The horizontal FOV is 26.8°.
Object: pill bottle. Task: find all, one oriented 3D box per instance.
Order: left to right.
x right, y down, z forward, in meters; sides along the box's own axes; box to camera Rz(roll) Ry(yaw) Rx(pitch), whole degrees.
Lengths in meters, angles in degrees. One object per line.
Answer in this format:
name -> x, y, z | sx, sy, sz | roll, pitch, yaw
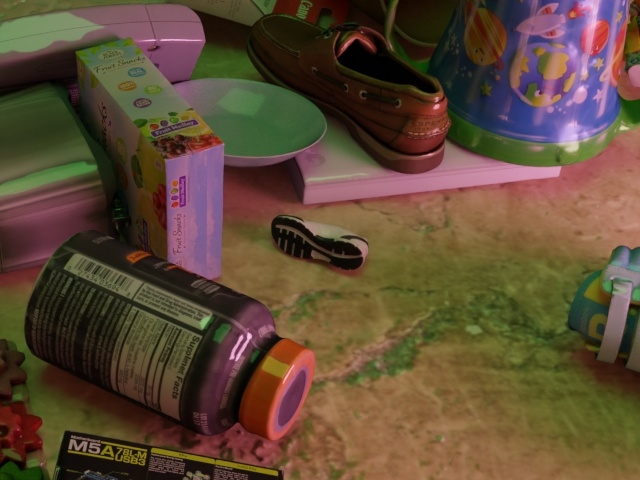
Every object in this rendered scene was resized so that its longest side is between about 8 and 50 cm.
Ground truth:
pill bottle -> -0.130, 0.092, 1.197 | 0.246, 0.130, 0.130 | 23, 42, 17

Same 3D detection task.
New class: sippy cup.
sippy cup -> 0.244, -0.238, 1.508 | 0.306, 0.224, 0.240 | -13, 43, -23

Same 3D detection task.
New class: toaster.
toaster -> -0.297, -0.056, 1.356 | 0.146, 0.129, 0.227 | -17, 48, -21

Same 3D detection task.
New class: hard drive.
hard drive -> 0.101, -0.130, 1.564 | 0.308, 0.040, 0.203 | -6, 41, -16

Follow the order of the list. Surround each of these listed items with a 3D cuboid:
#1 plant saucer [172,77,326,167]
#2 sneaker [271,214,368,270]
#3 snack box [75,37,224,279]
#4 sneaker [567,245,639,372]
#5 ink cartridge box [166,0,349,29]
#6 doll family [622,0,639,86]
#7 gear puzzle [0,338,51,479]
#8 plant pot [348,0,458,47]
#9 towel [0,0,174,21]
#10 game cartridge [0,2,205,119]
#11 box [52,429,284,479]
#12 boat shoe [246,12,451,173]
plant saucer -> -0.092, -0.121, 1.462 | 0.195, 0.037, 0.195 | 7, 31, -4
sneaker -> 0.000, 0.000, 1.402 | 0.109, 0.040, 0.044 | 22, 26, 13
snack box -> -0.174, -0.077, 1.356 | 0.070, 0.174, 0.207 | -18, 45, -25
sneaker -> 0.344, 0.114, 1.244 | 0.208, 0.127, 0.319 | 4, 30, -6
ink cartridge box -> -0.072, -0.331, 1.729 | 0.225, 0.056, 0.181 | 15, 32, -1
doll family -> 0.364, -0.265, 1.728 | 0.263, 0.118, 0.163 | -5, 44, 15
gear puzzle -> -0.308, 0.200, 1.108 | 0.176, 0.044, 0.339 | -9, 42, -18
plant pot -> 0.086, -0.397, 1.766 | 0.237, 0.237, 0.254 | -23, 32, -30
towel -> -0.333, -0.299, 1.697 | 0.317, 0.053, 0.331 | -3, 41, -10
game cartridge -> -0.281, -0.182, 1.456 | 0.297, 0.198, 0.062 | -12, 69, -22
box -> -0.128, 0.246, 1.062 | 0.191, 0.045, 0.184 | 11, 38, -8
boat shoe -> 0.035, -0.199, 1.521 | 0.111, 0.104, 0.307 | -29, 51, -35
